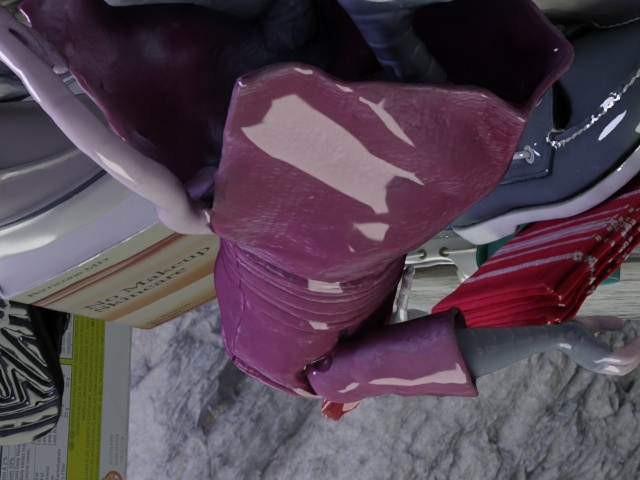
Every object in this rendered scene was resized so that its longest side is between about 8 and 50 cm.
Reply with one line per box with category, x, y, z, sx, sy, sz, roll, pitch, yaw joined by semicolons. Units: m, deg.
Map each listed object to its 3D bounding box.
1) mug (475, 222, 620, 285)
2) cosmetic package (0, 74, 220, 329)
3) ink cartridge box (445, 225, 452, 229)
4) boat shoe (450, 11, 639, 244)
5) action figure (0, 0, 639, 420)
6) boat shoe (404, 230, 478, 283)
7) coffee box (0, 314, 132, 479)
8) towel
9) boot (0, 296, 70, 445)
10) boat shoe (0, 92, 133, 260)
mug;0.218;-0.008;1.738;0.158;0.097;0.129;0;173;21
cosmetic package;-0.147;-0.025;1.369;0.153;0.129;0.296;-26;167;12
ink cartridge box;-0.004;-0.047;1.626;0.311;0.065;0.186;3;173;11
boat shoe;0.135;-0.080;1.102;0.099;0.116;0.319;35;157;-10
action figure;0.000;0.000;0.884;0.276;0.248;0.370;-31;148;-23
boat shoe;0.166;0.010;1.901;0.277;0.096;0.098;0;172;12
coffee box;-0.430;0.109;1.864;0.338;0.338;0.334;-5;170;42
towel;0.197;-0.034;1.100;0.275;0.031;0.199;-40;-174;-17
boot;-0.298;-0.019;1.565;0.131;0.348;0.260;-4;-145;2
boat shoe;-0.224;-0.042;1.012;0.268;0.096;0.088;-16;131;2
